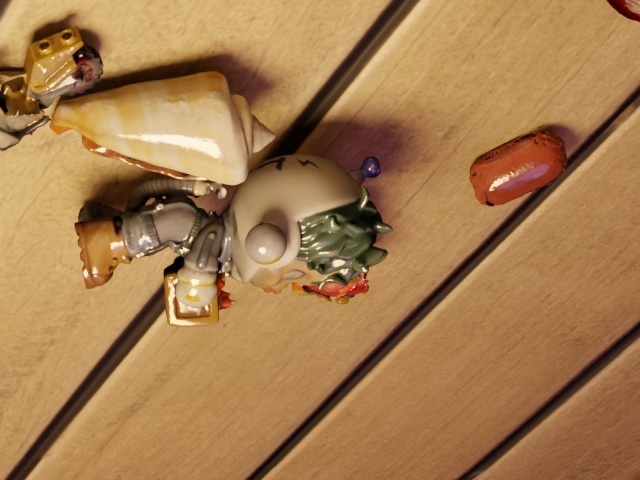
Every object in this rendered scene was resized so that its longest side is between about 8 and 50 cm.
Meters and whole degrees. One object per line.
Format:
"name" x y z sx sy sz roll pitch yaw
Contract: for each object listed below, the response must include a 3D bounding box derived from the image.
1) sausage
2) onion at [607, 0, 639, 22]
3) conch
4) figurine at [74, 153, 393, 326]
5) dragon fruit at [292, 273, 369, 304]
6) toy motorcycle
"sausage" 0.266 -0.096 2.168 0.141 0.076 0.076 -25 146 14
"onion" 0.378 -0.338 1.743 0.207 0.216 0.206 9 162 -27
"conch" -0.178 -0.147 1.879 0.255 0.127 0.158 16 174 -10
"figurine" -0.101 0.002 1.970 0.382 0.261 0.186 -11 104 -5
"dragon fruit" 0.000 0.000 2.153 0.207 0.133 0.150 35 96 -32
"toy motorcycle" -0.354 -0.171 1.764 0.229 0.094 0.130 -23 145 1
